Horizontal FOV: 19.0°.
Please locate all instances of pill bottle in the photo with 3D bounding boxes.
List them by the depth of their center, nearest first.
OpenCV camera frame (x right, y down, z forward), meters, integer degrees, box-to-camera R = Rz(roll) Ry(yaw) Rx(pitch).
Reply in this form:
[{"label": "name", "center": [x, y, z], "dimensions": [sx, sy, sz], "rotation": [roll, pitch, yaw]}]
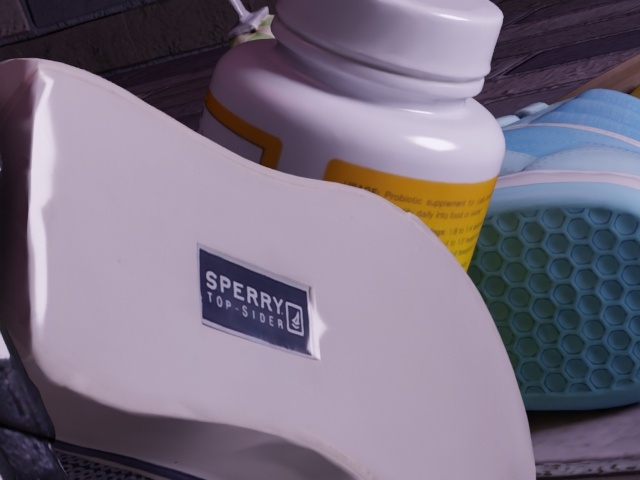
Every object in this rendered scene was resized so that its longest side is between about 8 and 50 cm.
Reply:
[{"label": "pill bottle", "center": [0.000, 0.000, 0.749], "dimensions": [0.117, 0.215, 0.117], "rotation": [16, 18, -5]}]

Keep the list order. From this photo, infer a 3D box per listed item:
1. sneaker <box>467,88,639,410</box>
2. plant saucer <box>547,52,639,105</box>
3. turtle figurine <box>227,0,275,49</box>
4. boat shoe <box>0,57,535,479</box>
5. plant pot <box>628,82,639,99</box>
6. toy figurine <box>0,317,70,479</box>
[{"label": "sneaker", "center": [0.041, 0.002, 0.915], "dimensions": [0.319, 0.127, 0.208], "rotation": [3, 19, 20]}, {"label": "plant saucer", "center": [0.190, -0.086, 1.175], "dimensions": [0.278, 0.041, 0.278], "rotation": [-28, -2, -1]}, {"label": "turtle figurine", "center": [-0.093, -0.059, 1.089], "dimensions": [0.198, 0.275, 0.266], "rotation": [-47, -23, -4]}, {"label": "boat shoe", "center": [-0.064, 0.045, 0.611], "dimensions": [0.158, 0.127, 0.340], "rotation": [-14, -26, 27]}, {"label": "plant pot", "center": [0.184, -0.031, 1.000], "dimensions": [0.083, 0.081, 0.081], "rotation": [-38, 19, -27]}, {"label": "toy figurine", "center": [-0.144, 0.090, 0.315], "dimensions": [0.210, 0.148, 0.213], "rotation": [-19, 12, 26]}]
